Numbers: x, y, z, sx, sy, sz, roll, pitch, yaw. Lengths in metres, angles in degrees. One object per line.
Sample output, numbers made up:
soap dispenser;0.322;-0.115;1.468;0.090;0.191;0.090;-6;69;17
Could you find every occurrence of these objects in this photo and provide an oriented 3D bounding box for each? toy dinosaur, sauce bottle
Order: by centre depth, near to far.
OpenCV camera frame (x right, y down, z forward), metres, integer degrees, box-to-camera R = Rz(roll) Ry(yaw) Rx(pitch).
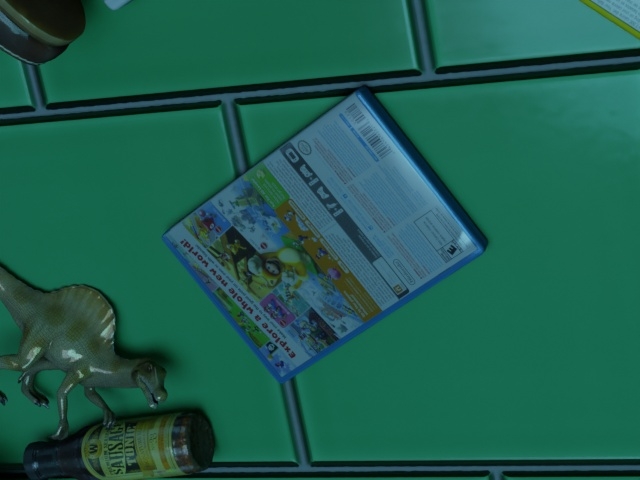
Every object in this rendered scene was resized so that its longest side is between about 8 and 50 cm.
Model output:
toy dinosaur;-0.174;0.065;1.108;0.183;0.053;0.092;35;102;12
sauce bottle;-0.133;0.138;1.119;0.128;0.042;0.042;-12;108;22

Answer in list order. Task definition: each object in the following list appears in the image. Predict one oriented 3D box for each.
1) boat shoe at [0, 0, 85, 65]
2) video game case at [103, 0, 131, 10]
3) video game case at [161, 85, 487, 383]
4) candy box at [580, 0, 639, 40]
boat shoe;-0.223;-0.177;1.001;0.207;0.073;0.073;49;121;3
video game case;-0.123;-0.294;0.938;0.204;0.025;0.285;-31;99;28
video game case;0.000;0.000;1.027;0.166;0.015;0.119;-35;98;28
candy box;0.186;-0.151;0.886;0.206;0.027;0.105;34;122;4
